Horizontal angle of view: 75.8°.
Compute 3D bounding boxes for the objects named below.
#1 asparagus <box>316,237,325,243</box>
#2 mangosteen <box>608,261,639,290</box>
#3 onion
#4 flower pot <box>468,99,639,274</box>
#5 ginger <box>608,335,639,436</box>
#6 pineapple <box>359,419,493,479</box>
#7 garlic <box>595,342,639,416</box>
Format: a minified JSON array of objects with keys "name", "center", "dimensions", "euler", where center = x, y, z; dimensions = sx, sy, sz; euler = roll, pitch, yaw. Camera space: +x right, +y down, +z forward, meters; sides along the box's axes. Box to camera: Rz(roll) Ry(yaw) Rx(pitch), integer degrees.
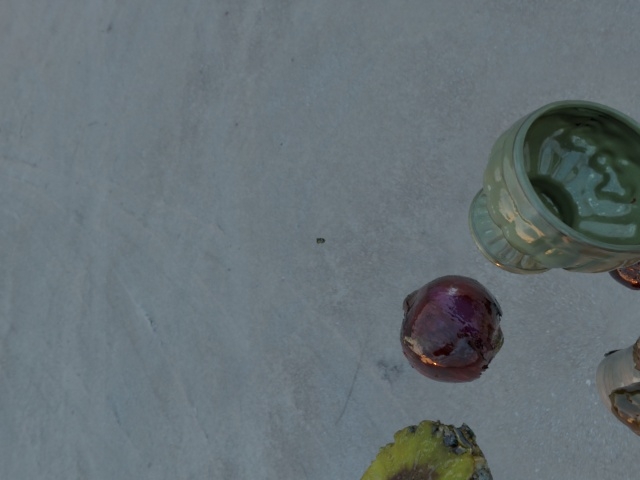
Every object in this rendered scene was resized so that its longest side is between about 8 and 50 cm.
[{"name":"asparagus","center":[0.000,0.000,0.858],"dimensions":[0.016,0.166,0.013],"euler":[28,91,2]},{"name":"mangosteen","center":[0.796,0.046,1.003],"dimensions":[0.156,0.182,0.145],"euler":[-39,61,44]},{"name":"onion","center":[0.316,0.213,1.013],"dimensions":[0.277,0.276,0.275],"euler":[-9,75,34]},{"name":"flower pot","center":[0.421,-0.073,0.745],"dimensions":[0.308,0.244,0.306],"euler":[3,70,-7]},{"name":"ginger","center":[0.545,0.202,0.514],"dimensions":[0.274,0.358,0.152],"euler":[-28,38,49]},{"name":"pineapple","center":[0.197,0.398,0.686],"dimensions":[0.158,0.161,0.334],"euler":[34,123,-1]},{"name":"garlic","center":[0.844,0.347,0.977],"dimensions":[0.322,0.322,0.240],"euler":[-27,70,29]}]
